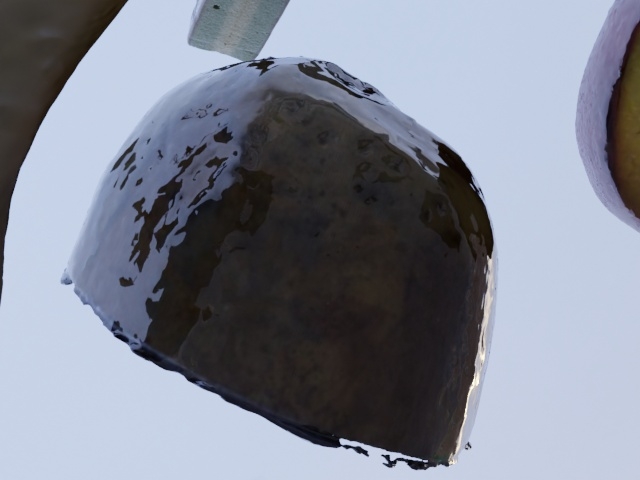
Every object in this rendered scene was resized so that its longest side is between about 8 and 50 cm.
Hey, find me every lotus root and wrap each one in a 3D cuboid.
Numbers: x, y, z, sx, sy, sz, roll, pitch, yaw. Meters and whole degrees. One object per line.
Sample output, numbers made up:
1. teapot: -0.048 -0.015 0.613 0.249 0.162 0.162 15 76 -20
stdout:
1. lotus root: 0.000 0.000 0.575 0.272 0.272 0.192 25 -92 -48

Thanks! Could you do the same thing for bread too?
1. bread: -0.073 -0.207 0.855 0.074 0.139 0.084 14 -80 -17

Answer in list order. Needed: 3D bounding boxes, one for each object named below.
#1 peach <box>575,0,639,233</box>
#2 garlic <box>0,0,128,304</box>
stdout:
1. peach: 0.360 -0.139 0.772 0.281 0.281 0.338 -50 -12 -21
2. garlic: -0.165 -0.037 0.321 0.339 0.196 0.151 -62 6 23
